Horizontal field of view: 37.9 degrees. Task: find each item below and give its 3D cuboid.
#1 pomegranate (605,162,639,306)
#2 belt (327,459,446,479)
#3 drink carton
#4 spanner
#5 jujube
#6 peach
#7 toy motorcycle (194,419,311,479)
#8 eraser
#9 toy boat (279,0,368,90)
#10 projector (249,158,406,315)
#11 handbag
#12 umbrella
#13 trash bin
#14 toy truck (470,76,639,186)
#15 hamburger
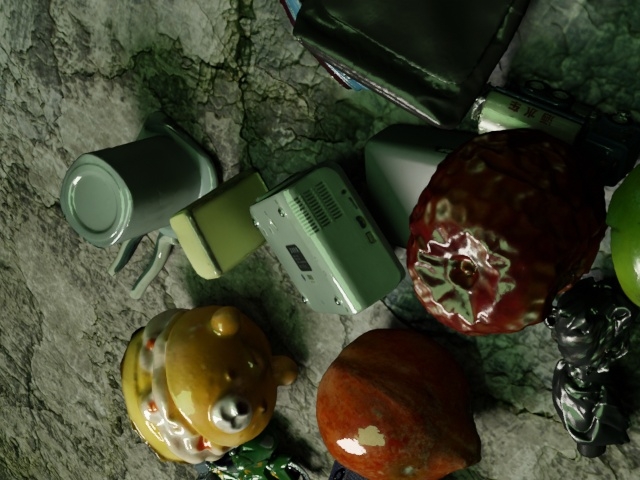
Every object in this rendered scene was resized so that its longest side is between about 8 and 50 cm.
[{"bbox_3d":[0.415,-0.051,0.983,0.236,0.236,0.302,2,96,38],"label":"pomegranate"},{"bbox_3d":[0.107,0.417,1.580,0.230,0.126,0.139,-17,133,44],"label":"belt"},{"bbox_3d":[-0.297,-0.085,1.518,0.191,0.189,0.185,45,118,13],"label":"drink carton"},{"bbox_3d":[-0.297,-0.012,1.685,0.095,0.040,0.325,46,130,5],"label":"spanner"},{"bbox_3d":[0.201,-0.011,1.028,0.213,0.232,0.213,20,123,34],"label":"jujube"},{"bbox_3d":[0.126,0.260,1.393,0.256,0.232,0.232,27,131,36],"label":"peach"},{"bbox_3d":[-0.148,0.426,1.792,0.274,0.125,0.187,-26,108,45],"label":"toy motorcycle"},{"bbox_3d":[-0.144,-0.027,1.463,0.058,0.172,0.117,-14,108,44],"label":"eraser"},{"bbox_3d":[0.019,-0.297,1.212,0.223,0.100,0.097,55,145,-8],"label":"toy boat"},{"bbox_3d":[0.000,0.000,1.344,0.198,0.108,0.250,58,167,-6],"label":"projector"},{"bbox_3d":[0.113,-0.280,1.119,0.247,0.080,0.223,33,100,11],"label":"handbag"},{"bbox_3d":[0.358,0.176,1.244,0.122,0.110,0.272,11,127,33],"label":"umbrella"},{"bbox_3d":[0.180,-0.057,1.242,0.236,0.101,0.177,17,127,34],"label":"trash bin"},{"bbox_3d":[0.278,-0.134,1.117,0.201,0.088,0.074,27,129,23],"label":"toy truck"},{"bbox_3d":[-0.183,0.239,1.613,0.237,0.276,0.276,-23,101,32],"label":"hamburger"}]
